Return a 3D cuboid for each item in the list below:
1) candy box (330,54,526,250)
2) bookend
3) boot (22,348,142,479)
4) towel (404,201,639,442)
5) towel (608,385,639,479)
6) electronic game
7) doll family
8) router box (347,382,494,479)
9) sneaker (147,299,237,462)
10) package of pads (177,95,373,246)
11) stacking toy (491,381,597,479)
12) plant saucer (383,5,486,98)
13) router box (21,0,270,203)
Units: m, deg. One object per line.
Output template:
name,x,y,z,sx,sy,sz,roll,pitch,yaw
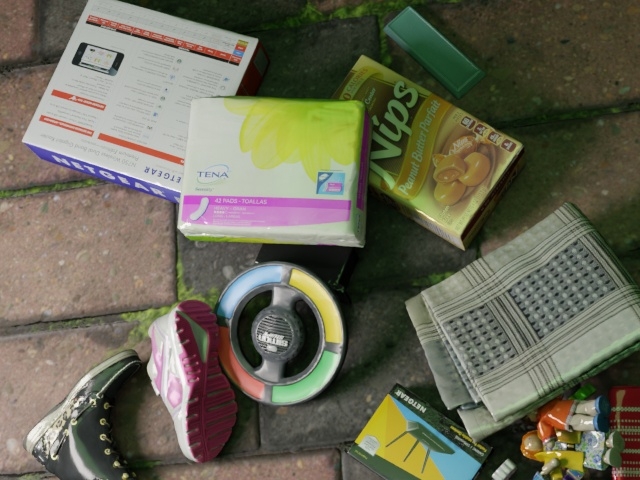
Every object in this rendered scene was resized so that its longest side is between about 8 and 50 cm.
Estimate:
candy box,0.150,-0.144,2.007,0.316,0.087,0.183,32,81,19
bookend,0.000,0.000,1.996,0.156,0.072,0.157,18,76,17
boot,-0.334,0.306,1.954,0.236,0.085,0.178,-44,71,2
towel,0.296,0.109,1.818,0.324,0.056,0.312,-32,41,7
towel,0.511,0.341,1.764,0.199,0.031,0.275,3,73,-9
electronic game,-0.065,0.146,1.936,0.229,0.048,0.229,1,94,20
doll family,0.327,0.335,1.729,0.163,0.118,0.263,-7,54,44
router box,0.152,0.319,1.871,0.179,0.046,0.133,32,80,19
sneaker,-0.209,0.224,1.955,0.111,0.103,0.252,-15,80,47
package of pads,-0.070,-0.113,1.949,0.296,0.101,0.229,2,77,13
stacking toy,0.381,0.338,1.821,0.221,0.052,0.167,-44,71,-7
plant saucer,0.191,-0.323,2.099,0.067,0.018,0.192,-42,70,-4
router box,-0.300,-0.242,2.134,0.335,0.082,0.301,19,76,17
